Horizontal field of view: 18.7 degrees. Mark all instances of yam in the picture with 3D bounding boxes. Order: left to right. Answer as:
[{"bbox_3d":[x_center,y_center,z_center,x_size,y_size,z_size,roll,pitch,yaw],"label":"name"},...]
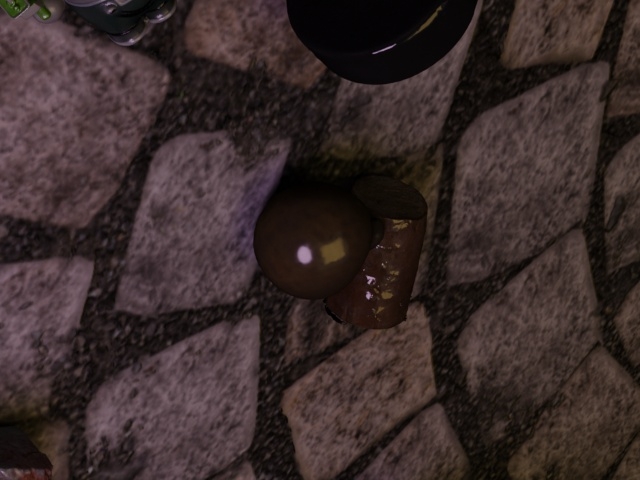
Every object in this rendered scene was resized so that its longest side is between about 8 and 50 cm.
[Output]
[{"bbox_3d":[0.052,0.013,1.750,0.084,0.084,0.127,-15,132,-40],"label":"yam"}]

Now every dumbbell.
[{"bbox_3d":[0.013,-0.229,1.459,0.152,0.152,0.218,-52,144,-3],"label":"dumbbell"}]

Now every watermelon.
[{"bbox_3d":[-0.251,0.199,1.566,0.081,0.094,0.180,-47,158,-15],"label":"watermelon"}]

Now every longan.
[{"bbox_3d":[0.000,0.000,1.664,0.119,0.106,0.106,-3,121,-33],"label":"longan"}]

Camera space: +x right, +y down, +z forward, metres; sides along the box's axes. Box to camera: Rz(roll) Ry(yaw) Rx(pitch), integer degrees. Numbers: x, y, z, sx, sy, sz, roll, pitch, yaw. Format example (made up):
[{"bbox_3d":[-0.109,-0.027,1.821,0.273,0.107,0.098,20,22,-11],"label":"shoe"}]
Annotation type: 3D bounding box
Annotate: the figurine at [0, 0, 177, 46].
[{"bbox_3d":[-0.162,-0.216,1.310,0.147,0.126,0.192,-31,129,1],"label":"figurine"}]
